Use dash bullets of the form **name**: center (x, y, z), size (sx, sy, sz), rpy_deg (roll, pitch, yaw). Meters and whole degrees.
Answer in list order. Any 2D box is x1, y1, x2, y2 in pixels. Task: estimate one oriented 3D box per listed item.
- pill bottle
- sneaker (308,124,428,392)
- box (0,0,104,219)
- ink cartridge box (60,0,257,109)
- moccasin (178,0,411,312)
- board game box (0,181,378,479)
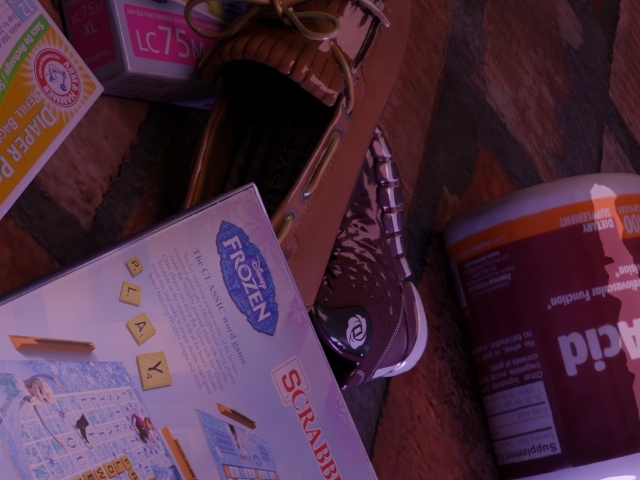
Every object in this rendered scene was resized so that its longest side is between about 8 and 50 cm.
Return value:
- **pill bottle**: center (0.276, 0.144, 1.319), size (0.224, 0.224, 0.392), rpy_deg (2, 72, -56)
- **sneaker**: center (0.000, 0.000, 1.095), size (0.162, 0.106, 0.281), rpy_deg (-24, 95, -55)
- **box**: center (-0.237, -0.066, 0.769), size (0.114, 0.103, 0.203), rpy_deg (54, 36, -24)
- **ink cartridge box**: center (-0.146, -0.266, 1.051), size (0.186, 0.065, 0.311), rpy_deg (0, 73, -57)
- **moccasin**: center (-0.030, -0.125, 1.001), size (0.147, 0.139, 0.380), rpy_deg (36, 73, -62)
- **board game box**: center (-0.107, 0.164, 0.812), size (0.318, 0.066, 0.318), rpy_deg (-27, 98, -42)
